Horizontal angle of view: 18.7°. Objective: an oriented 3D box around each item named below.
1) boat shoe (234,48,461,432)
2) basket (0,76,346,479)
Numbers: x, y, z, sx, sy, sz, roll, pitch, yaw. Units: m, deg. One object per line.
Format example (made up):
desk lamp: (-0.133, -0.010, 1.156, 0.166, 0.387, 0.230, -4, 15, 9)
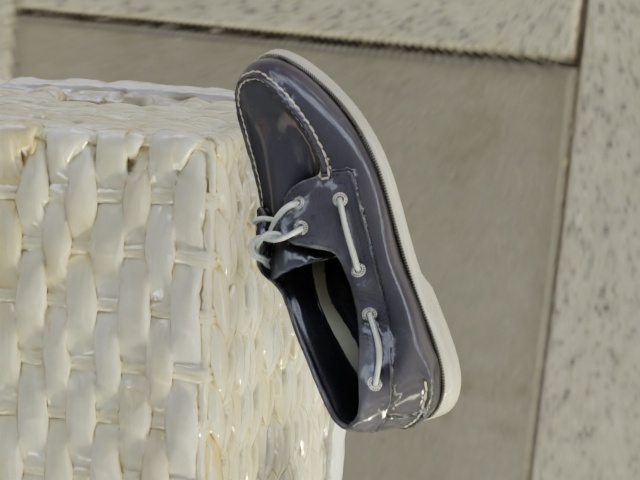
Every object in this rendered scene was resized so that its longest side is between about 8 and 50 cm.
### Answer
boat shoe: (0.000, 0.000, 0.965, 0.075, 0.065, 0.206, -37, 75, 52)
basket: (-0.167, 0.068, 1.242, 0.328, 0.266, 0.331, 5, 98, 17)
